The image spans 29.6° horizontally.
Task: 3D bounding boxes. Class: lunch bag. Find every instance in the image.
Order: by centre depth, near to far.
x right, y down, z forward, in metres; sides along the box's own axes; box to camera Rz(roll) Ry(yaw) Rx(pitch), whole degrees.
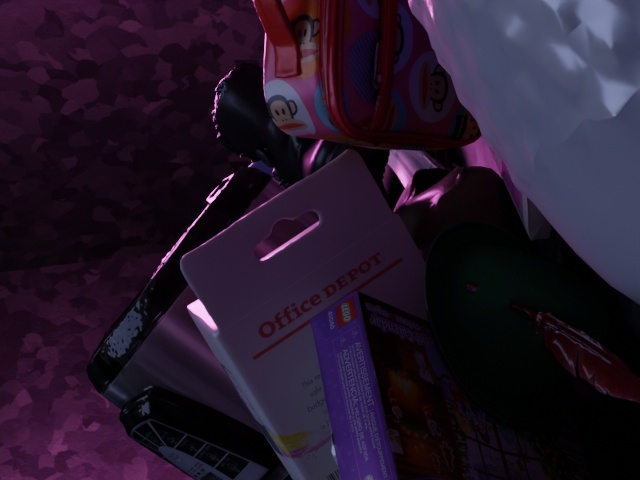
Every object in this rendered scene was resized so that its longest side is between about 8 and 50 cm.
[{"bbox_3d":[0.046,-0.228,1.066,0.120,0.258,0.293,5,94,46],"label":"lunch bag"}]

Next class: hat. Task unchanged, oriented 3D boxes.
[{"bbox_3d":[0.209,0.048,0.959,0.183,0.173,0.208,-32,83,46],"label":"hat"}]

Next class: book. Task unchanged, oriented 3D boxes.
[{"bbox_3d":[0.184,-0.081,1.119,0.144,0.035,0.096,-103,8,-50],"label":"book"}]

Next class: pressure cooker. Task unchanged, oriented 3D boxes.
[{"bbox_3d":[-0.040,0.154,1.572,0.375,0.420,0.370,-51,5,18],"label":"pressure cooker"}]

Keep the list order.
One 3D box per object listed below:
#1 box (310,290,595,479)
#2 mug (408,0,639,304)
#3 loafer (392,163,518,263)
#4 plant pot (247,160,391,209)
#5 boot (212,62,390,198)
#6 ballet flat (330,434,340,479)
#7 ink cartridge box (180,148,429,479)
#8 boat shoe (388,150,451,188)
[{"bbox_3d":[0.125,0.176,0.986,0.057,0.293,0.200,-35,50,30],"label":"box"},{"bbox_3d":[0.169,-0.167,0.353,0.374,0.276,0.328,-22,79,51],"label":"mug"},{"bbox_3d":[0.135,-0.009,1.315,0.366,0.134,0.130,167,117,-75],"label":"loafer"},{"bbox_3d":[0.000,0.000,1.898,0.195,0.290,0.290,45,-159,-41],"label":"plant pot"},{"bbox_3d":[-0.030,-0.111,1.275,0.207,0.094,0.246,40,171,13],"label":"boot"},{"bbox_3d":[0.098,0.244,1.068,0.400,0.139,0.139,54,172,0],"label":"ballet flat"},{"bbox_3d":[0.018,0.103,1.160,0.353,0.207,0.119,61,168,-18],"label":"ink cartridge box"},{"bbox_3d":[0.115,-0.105,1.467,0.066,0.063,0.184,33,-162,-34],"label":"boat shoe"}]
